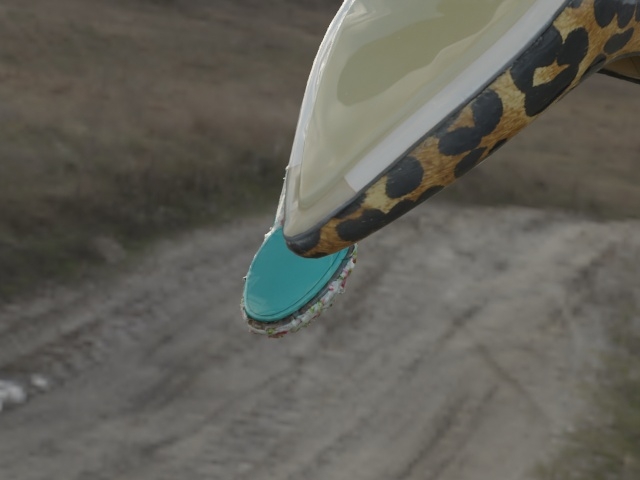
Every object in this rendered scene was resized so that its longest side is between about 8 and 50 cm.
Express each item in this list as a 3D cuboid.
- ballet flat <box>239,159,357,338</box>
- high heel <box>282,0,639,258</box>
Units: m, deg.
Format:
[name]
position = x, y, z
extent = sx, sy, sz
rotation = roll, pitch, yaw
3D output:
[ballet flat]
position = 0.000, 0.000, 1.238
extent = 0.091, 0.077, 0.241
rotation = 2, 47, 20
[high heel]
position = 0.097, -0.050, 0.590
extent = 0.093, 0.261, 0.186
rotation = 20, -27, 42
